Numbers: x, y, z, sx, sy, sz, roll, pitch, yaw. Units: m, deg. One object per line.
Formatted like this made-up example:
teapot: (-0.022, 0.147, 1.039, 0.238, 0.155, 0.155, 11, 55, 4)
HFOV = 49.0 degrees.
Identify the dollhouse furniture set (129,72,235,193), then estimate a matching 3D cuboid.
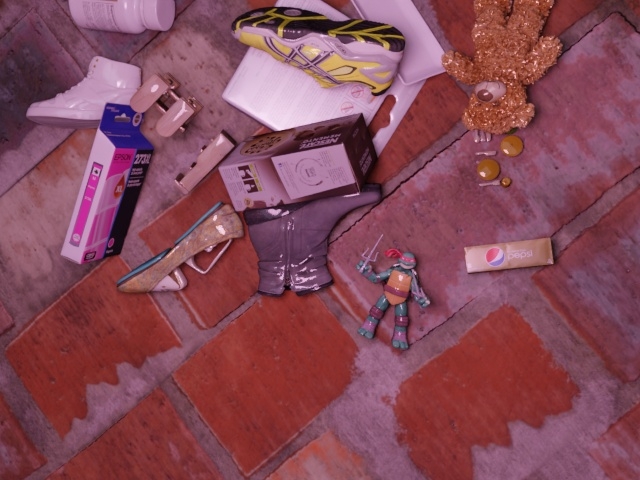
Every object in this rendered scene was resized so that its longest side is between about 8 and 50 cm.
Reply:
dollhouse furniture set: (-0.341, -0.254, 1.631, 0.161, 0.212, 0.242, -44, 103, 7)

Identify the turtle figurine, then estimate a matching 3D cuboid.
turtle figurine: (0.166, 0.110, 1.533, 0.175, 0.118, 0.234, 21, 107, 28)

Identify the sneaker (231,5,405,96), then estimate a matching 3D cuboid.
sneaker: (-0.016, -0.405, 1.517, 0.385, 0.145, 0.147, 16, 130, 13)

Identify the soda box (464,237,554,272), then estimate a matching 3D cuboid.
soda box: (0.404, 0.034, 1.510, 0.181, 0.061, 0.058, -7, 84, 12)

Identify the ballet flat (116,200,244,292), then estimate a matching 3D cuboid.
ballet flat: (-0.326, 0.048, 1.657, 0.349, 0.123, 0.123, -37, 79, 8)

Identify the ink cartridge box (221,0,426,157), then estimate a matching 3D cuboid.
ink cartridge box: (0.010, -0.361, 1.637, 0.385, 0.091, 0.308, 32, 93, -4)

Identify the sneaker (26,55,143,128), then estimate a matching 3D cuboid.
sneaker: (-0.583, -0.372, 1.751, 0.293, 0.108, 0.169, -1, 84, 3)

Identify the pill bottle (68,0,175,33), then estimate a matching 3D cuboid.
pill bottle: (-0.483, -0.577, 1.722, 0.229, 0.131, 0.131, 9, 88, 13)

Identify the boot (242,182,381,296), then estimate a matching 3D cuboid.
boot: (0.000, 0.000, 1.595, 0.338, 0.118, 0.222, -14, 90, 19)

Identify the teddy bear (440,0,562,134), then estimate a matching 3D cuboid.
teddy bear: (0.390, -0.402, 1.509, 0.245, 0.113, 0.338, 27, 87, 16)

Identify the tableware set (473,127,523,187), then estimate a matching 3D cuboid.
tableware set: (0.394, -0.193, 1.550, 0.104, 0.024, 0.154, -5, 84, 9)

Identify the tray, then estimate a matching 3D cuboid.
tray: (0.174, -0.474, 1.590, 0.145, 0.030, 0.270, -25, 79, -25)

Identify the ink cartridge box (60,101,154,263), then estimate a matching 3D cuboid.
ink cartridge box: (-0.483, -0.132, 1.635, 0.069, 0.176, 0.370, 21, 102, 12)

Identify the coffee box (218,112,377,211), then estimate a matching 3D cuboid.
coffee box: (-0.045, -0.168, 1.530, 0.297, 0.168, 0.118, -7, 119, 25)
